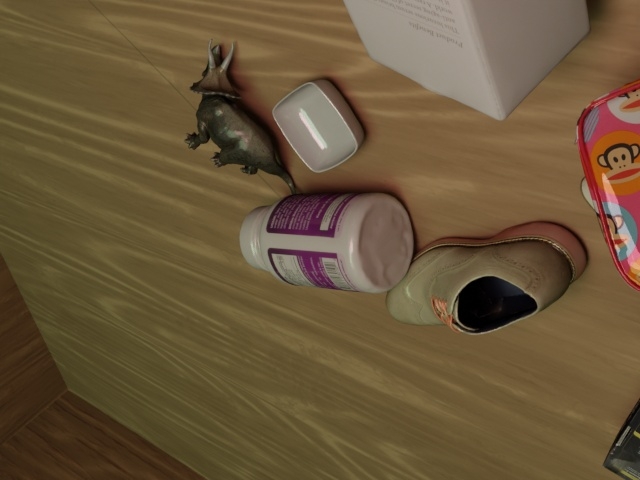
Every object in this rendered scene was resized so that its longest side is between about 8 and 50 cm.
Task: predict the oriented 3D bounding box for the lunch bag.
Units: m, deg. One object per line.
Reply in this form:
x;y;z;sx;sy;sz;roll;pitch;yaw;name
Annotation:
0.412;-0.096;0.730;0.293;0.120;0.258;-17;87;25;lunch bag

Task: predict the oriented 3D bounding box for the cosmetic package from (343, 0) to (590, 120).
0.097;-0.352;0.710;0.230;0.161;0.453;39;169;40;cosmetic package

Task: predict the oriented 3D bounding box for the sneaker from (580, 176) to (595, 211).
0.424;-0.027;0.931;0.192;0.064;0.086;48;149;5;sneaker

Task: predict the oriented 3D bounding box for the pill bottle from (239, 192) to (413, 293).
0.000;0.000;1.298;0.302;0.169;0.169;3;125;44;pill bottle

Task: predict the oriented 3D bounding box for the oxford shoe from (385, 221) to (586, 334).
0.219;0.080;1.167;0.140;0.146;0.397;52;144;-7;oxford shoe

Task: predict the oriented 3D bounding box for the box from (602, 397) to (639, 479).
0.637;0.316;1.010;0.395;0.097;0.318;29;138;24;box

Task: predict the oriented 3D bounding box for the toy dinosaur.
-0.153;-0.186;1.322;0.313;0.121;0.160;57;156;-6;toy dinosaur

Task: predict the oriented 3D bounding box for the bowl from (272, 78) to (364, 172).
0.004;-0.194;1.212;0.142;0.053;0.142;-23;105;52;bowl
